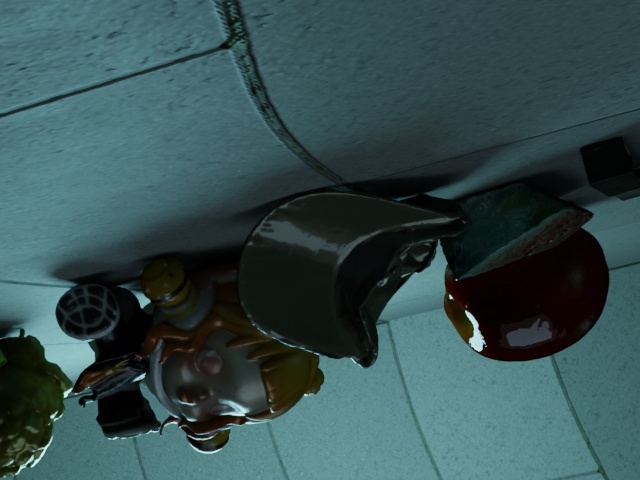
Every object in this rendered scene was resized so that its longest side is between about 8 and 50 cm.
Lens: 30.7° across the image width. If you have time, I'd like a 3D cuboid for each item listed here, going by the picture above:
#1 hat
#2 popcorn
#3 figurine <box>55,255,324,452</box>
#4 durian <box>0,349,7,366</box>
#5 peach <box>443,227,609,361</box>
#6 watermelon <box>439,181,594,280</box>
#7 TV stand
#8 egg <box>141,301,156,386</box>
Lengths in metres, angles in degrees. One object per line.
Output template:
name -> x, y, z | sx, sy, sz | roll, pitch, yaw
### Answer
hat -> 0.031, 0.007, 1.251 | 0.245, 0.149, 0.214 | 27, 113, -20
popcorn -> -0.459, 0.234, 1.684 | 0.218, 0.189, 0.169 | 25, 155, 29
figurine -> -0.138, 0.124, 1.433 | 0.323, 0.196, 0.320 | -3, 132, 5
durian -> -0.512, 0.163, 1.490 | 0.139, 0.101, 0.250 | -54, 156, 17
peach -> 0.294, 0.067, 1.663 | 0.243, 0.199, 0.243 | -17, 180, 0
watermelon -> 0.260, -0.027, 1.437 | 0.154, 0.094, 0.241 | -29, 165, 31
TV stand -> 0.344, -0.076, 1.326 | 0.049, 0.040, 0.256 | -17, 170, 21
egg -> -0.172, 0.143, 1.611 | 0.201, 0.164, 0.164 | -6, 171, -10
